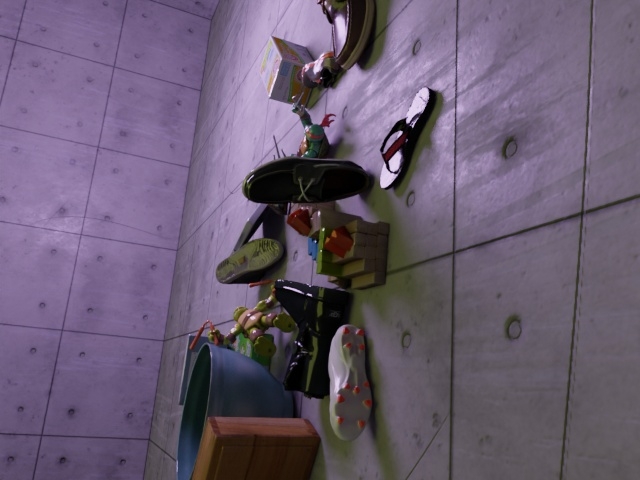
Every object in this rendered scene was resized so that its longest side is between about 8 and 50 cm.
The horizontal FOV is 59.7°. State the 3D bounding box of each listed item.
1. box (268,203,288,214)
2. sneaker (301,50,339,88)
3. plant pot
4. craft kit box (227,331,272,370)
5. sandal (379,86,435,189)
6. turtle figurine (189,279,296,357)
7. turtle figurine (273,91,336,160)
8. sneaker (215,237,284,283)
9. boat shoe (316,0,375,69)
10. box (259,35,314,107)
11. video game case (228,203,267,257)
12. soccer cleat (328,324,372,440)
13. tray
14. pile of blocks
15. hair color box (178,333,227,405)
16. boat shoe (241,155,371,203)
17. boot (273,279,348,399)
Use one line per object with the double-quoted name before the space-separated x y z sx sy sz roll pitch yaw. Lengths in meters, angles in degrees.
"box" -0.100 -0.119 1.380 0.137 0.027 0.093 50 -136 -81
"sneaker" -0.002 -0.386 1.314 0.158 0.061 0.064 156 116 -64
"plant pot" -0.175 0.379 1.185 0.293 0.197 0.292 -167 90 -72
"craft kit box" -0.199 0.363 1.451 0.247 0.061 0.249 -17 65 63
"sandal" 0.129 -0.169 0.914 0.067 0.040 0.179 -115 42 -55
"turtle figurine" -0.163 0.204 1.309 0.217 0.270 0.087 18 139 56
"turtle figurine" -0.039 -0.204 1.239 0.234 0.118 0.175 108 -178 -63
"sneaker" -0.162 0.057 1.479 0.222 0.118 0.083 -23 69 30
"boat shoe" 0.037 -0.523 1.192 0.123 0.123 0.341 146 131 -61
"box" -0.088 -0.452 1.490 0.203 0.103 0.114 -110 36 -51
"video game case" -0.177 -0.051 1.519 0.173 0.022 0.190 -55 4 45
"soccer cleat" 0.044 0.233 0.912 0.076 0.068 0.196 121 158 -50
"tray" -0.152 0.535 1.051 0.076 0.203 0.410 36 114 62
"pile of blocks" 0.000 0.000 1.055 0.362 0.113 0.148 -145 68 -66
"hair color box" -0.349 0.386 1.640 0.374 0.114 0.185 137 140 -71
"boat shoe" -0.024 -0.105 1.009 0.079 0.233 0.083 -128 35 -58
"boot" -0.040 0.186 1.087 0.247 0.094 0.207 2 78 62
